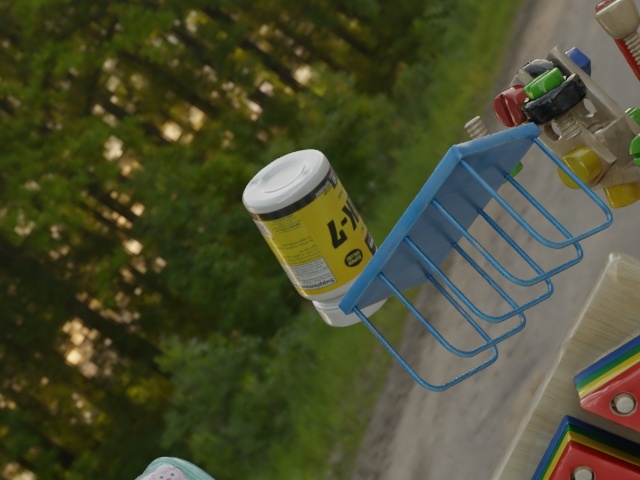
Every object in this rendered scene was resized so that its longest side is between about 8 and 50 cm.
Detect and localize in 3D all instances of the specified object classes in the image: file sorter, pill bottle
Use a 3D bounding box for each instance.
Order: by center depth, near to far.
[{"bbox_3d":[0.120,0.014,1.001,0.118,0.104,0.170,-20,-30,-50],"label":"file sorter"},{"bbox_3d":[0.000,0.000,1.680,0.119,0.208,0.119,-24,27,13],"label":"pill bottle"}]

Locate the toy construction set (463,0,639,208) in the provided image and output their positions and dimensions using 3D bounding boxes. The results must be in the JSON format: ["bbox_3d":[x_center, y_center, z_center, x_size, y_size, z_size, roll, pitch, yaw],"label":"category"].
[{"bbox_3d":[0.322,-0.104,1.235,0.257,0.237,0.309,-29,10,26],"label":"toy construction set"}]

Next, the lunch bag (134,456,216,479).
[{"bbox_3d":[-0.133,0.367,1.325,0.108,0.224,0.279,-42,-19,-49],"label":"lunch bag"}]

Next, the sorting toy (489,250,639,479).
[{"bbox_3d":[0.315,0.179,1.147,0.089,0.257,0.256,-78,10,-70],"label":"sorting toy"}]
